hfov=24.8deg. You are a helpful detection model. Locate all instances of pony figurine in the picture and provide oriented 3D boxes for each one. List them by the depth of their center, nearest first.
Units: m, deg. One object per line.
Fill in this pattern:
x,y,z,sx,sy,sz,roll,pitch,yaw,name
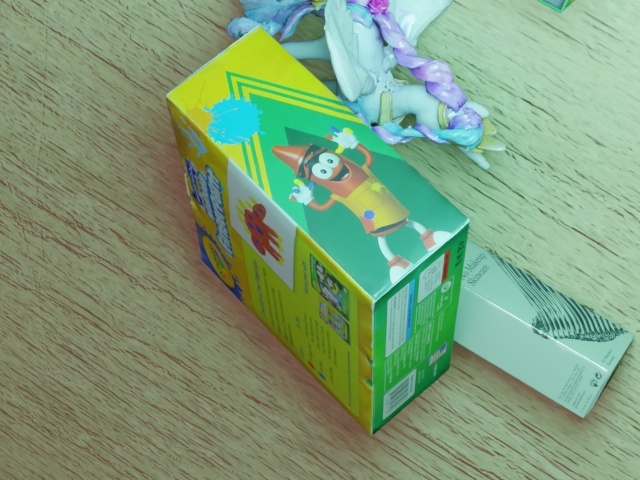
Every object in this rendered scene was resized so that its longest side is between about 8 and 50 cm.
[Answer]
0.052,-0.249,1.858,0.363,0.303,0.351,11,134,37,pony figurine

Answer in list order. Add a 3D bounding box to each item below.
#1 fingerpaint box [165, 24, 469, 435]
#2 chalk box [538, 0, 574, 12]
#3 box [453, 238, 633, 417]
0.000,0.000,1.857,0.371,0.163,0.445,44,162,21,fingerpaint box
0.270,-0.362,1.676,0.132,0.213,0.132,33,127,12,chalk box
0.278,0.117,1.990,0.275,0.113,0.094,30,127,12,box
